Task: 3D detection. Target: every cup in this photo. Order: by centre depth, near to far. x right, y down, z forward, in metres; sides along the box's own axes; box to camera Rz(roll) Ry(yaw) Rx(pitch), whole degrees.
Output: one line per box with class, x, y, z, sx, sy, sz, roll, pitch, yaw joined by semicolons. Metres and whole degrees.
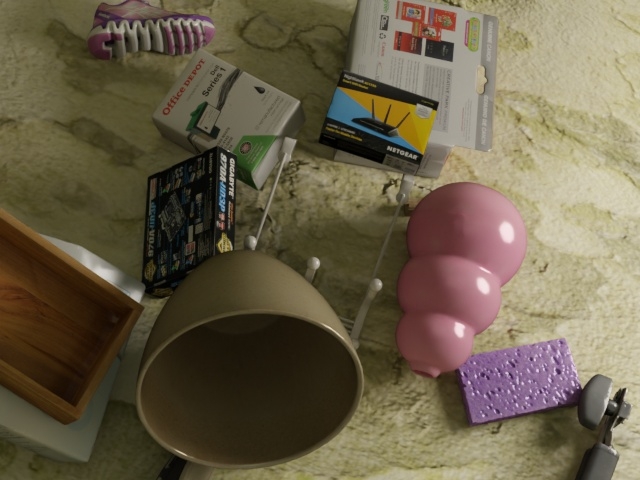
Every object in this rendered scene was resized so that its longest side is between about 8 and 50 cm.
cup;-0.117;0.151;1.683;0.331;0.331;0.237;-1;39;-10

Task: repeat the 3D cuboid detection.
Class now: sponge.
sponge;0.338;0.241;1.887;0.210;0.031;0.117;-9;68;-13

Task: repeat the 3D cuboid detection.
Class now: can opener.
can opener;0.438;0.356;1.828;0.095;0.076;0.283;26;66;7

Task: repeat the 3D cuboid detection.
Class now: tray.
tray;-0.480;0.070;1.597;0.411;0.076;0.203;37;58;-17

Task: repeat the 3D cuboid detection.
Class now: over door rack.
over door rack;0.000;0.000;1.853;0.239;0.108;0.324;19;84;-1

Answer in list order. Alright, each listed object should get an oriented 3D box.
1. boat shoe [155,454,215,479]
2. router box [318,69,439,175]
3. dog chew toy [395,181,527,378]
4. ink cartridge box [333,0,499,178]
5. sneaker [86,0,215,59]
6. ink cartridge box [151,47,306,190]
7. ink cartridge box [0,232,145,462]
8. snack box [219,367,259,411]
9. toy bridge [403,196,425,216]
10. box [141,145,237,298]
boat shoe;-0.239;0.405;1.711;0.065;0.075;0.206;12;61;45
router box;0.100;-0.203;1.901;0.179;0.046;0.133;18;67;-1
dog chew toy;0.222;0.072;1.861;0.206;0.206;0.332;20;72;0
ink cartridge box;0.179;-0.284;2.046;0.272;0.130;0.309;10;65;-4
sneaker;-0.315;-0.403;2.044;0.236;0.095;0.104;-5;59;-10
ink cartridge box;-0.162;-0.214;1.944;0.219;0.092;0.160;29;78;15
ink cartridge box;-0.468;0.123;1.658;0.385;0.091;0.308;36;57;-37
snack box;-0.123;0.278;1.788;0.100;0.037;0.141;3;64;-10
toy bridge;0.242;-0.067;1.995;0.188;0.063;0.026;-1;66;-10
box;-0.219;-0.030;1.846;0.051;0.175;0.220;26;54;-44
